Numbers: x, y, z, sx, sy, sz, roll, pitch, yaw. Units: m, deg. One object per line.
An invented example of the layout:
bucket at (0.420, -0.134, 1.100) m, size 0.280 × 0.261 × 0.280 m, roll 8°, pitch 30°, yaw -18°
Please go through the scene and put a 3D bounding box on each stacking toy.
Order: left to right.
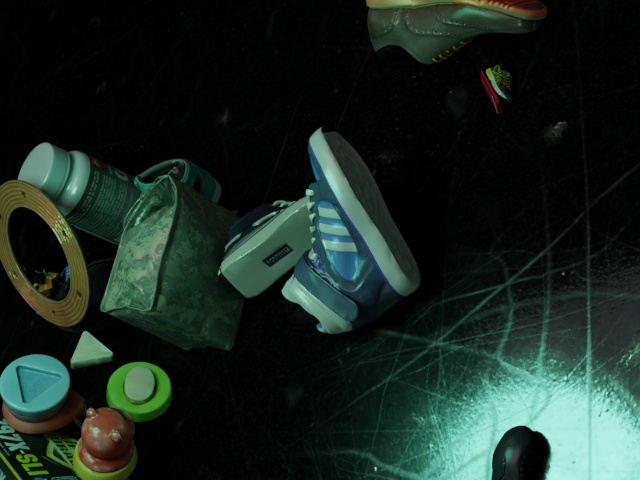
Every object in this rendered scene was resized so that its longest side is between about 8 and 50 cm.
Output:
stacking toy at (-0.440, 0.282, 1.994) m, size 0.309 × 0.130 × 0.279 m, roll 27°, pitch 48°, yaw 14°

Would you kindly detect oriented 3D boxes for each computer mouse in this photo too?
computer mouse at (0.247, 0.372, 1.437) m, size 0.071 × 0.041 × 0.242 m, roll 5°, pitch 74°, yaw 47°

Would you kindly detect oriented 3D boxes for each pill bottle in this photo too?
pill bottle at (-0.518, -0.103, 2.322) m, size 0.161 × 0.283 × 0.161 m, roll -24°, pitch 54°, yaw 37°

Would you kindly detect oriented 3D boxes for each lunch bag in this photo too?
lunch bag at (-0.265, 0.041, 2.009) m, size 0.169 × 0.235 × 0.287 m, roll -4°, pitch 65°, yaw 39°

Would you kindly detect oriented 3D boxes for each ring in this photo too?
ring at (-0.593, 0.026, 2.218) m, size 0.336 × 0.032 × 0.337 m, roll 22°, pitch 126°, yaw 34°

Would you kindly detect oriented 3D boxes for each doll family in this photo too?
doll family at (-0.630, 0.098, 2.495) m, size 0.193 × 0.076 × 0.111 m, roll -20°, pitch 56°, yaw 20°

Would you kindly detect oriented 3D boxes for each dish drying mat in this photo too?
dish drying mat at (0.285, -0.248, 1.740) m, size 0.008 × 0.032 × 0.083 m, roll -20°, pitch 50°, yaw 2°

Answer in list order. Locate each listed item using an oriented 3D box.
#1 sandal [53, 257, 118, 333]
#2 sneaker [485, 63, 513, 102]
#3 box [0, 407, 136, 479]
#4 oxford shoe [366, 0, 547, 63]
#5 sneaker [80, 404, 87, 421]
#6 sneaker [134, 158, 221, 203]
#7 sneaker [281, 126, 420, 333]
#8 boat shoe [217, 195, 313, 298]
sandal at (-0.458, 0.096, 2.265) m, size 0.445 × 0.107 × 0.168 m, roll -14°, pitch 61°, yaw 37°
sneaker at (0.304, -0.265, 1.728) m, size 0.035 × 0.031 × 0.083 m, roll -34°, pitch 53°, yaw 17°
box at (-0.508, 0.440, 1.985) m, size 0.322 × 0.257 × 0.079 m, roll 37°, pitch 108°, yaw 37°
oxford shoe at (0.236, -0.377, 1.823) m, size 0.363 × 0.130 × 0.133 m, roll 16°, pitch 114°, yaw 43°
sneaker at (-0.535, 0.401, 2.246) m, size 0.190 × 0.071 × 0.083 m, roll 36°, pitch 103°, yaw 58°
sneaker at (-0.324, -0.050, 2.121) m, size 0.123 × 0.178 × 0.296 m, roll 10°, pitch 63°, yaw 34°
sneaker at (0.000, 0.000, 1.750) m, size 0.236 × 0.130 × 0.323 m, roll -31°, pitch 84°, yaw 24°
boat shoe at (-0.048, -0.038, 1.919) m, size 0.340 × 0.127 × 0.158 m, roll -30°, pitch 33°, yaw 20°
